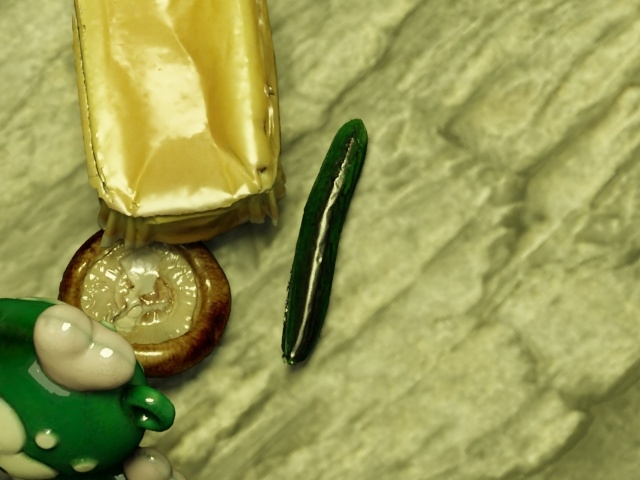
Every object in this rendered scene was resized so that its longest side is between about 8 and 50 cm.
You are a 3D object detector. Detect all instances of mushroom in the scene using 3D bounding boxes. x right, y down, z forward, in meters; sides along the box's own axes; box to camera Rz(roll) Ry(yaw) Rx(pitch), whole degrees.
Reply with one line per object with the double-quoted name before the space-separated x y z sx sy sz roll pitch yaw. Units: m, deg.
"mushroom" -0.124 0.042 1.369 0.123 0.052 0.123 1 62 -2

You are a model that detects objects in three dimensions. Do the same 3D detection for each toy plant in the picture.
"toy plant" -0.199 0.099 1.295 0.243 0.232 0.113 19 58 11

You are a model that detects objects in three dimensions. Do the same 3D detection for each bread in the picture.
"bread" -0.100 -0.121 1.348 0.136 0.107 0.241 -8 76 -3

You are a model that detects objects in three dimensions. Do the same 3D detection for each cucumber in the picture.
"cucumber" 0.000 0.000 1.389 0.036 0.033 0.184 12 85 26
